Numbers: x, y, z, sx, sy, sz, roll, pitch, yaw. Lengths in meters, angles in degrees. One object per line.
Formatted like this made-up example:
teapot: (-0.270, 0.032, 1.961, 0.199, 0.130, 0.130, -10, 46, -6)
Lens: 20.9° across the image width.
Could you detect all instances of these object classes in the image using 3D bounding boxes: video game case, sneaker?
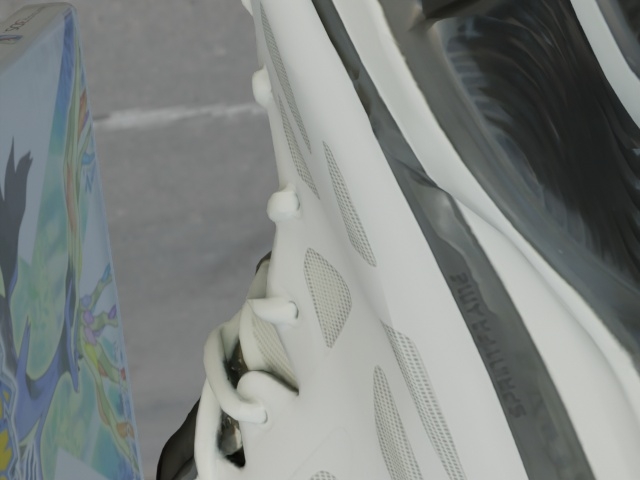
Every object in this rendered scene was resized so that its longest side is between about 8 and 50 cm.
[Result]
video game case: (-0.146, 0.077, 0.835, 0.036, 0.329, 0.300, -3, -160, 8)
sneaker: (0.000, 0.001, 0.523, 0.257, 0.448, 0.169, -19, -171, 39)
